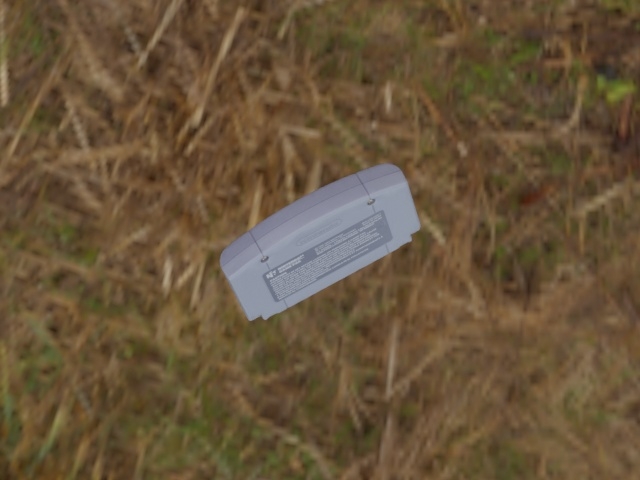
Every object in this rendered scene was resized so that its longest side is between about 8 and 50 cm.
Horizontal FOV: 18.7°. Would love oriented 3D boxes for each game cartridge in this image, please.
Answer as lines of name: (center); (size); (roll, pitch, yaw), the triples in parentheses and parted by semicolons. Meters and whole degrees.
game cartridge: (0.000, 0.000, 0.799); (0.083, 0.017, 0.056); (-28, 155, -4)
